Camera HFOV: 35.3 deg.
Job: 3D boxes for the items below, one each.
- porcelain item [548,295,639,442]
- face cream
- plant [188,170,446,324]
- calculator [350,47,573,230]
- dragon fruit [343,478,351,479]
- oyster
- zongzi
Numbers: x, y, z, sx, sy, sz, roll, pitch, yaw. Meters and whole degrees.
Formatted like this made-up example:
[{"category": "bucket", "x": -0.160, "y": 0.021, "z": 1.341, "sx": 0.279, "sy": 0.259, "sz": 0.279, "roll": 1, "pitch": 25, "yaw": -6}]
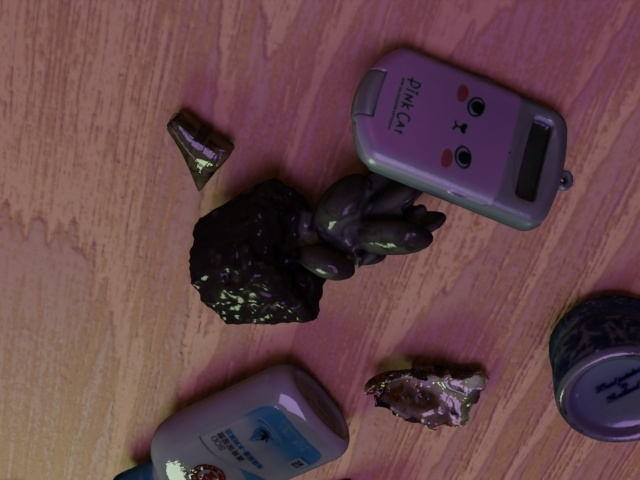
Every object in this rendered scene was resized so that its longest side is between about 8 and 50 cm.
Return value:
[{"category": "porcelain item", "x": 0.343, "y": 0.148, "z": 1.175, "sx": 0.147, "sy": 0.114, "sz": 0.147, "roll": 2, "pitch": 125, "yaw": 3}, {"category": "face cream", "x": -0.136, "y": 0.281, "z": 1.336, "sx": 0.337, "sy": 0.080, "sz": 0.163, "roll": -27, "pitch": 117, "yaw": 21}, {"category": "plant", "x": -0.001, "y": 0.002, "z": 1.096, "sx": 0.275, "sy": 0.146, "sz": 0.149, "roll": -20, "pitch": 148, "yaw": 19}, {"category": "calculator", "x": 0.148, "y": -0.103, "z": 1.026, "sx": 0.246, "sy": 0.141, "sz": 0.045, "roll": 22, "pitch": 159, "yaw": -8}, {"category": "dragon fruit", "x": -0.003, "y": 0.415, "z": 1.434, "sx": 0.192, "sy": 0.122, "sz": 0.092, "roll": -40, "pitch": 72, "yaw": 30}, {"category": "oyster", "x": 0.129, "y": 0.187, "z": 1.262, "sx": 0.148, "sy": 0.051, "sz": 0.103, "roll": 11, "pitch": 122, "yaw": -20}, {"category": "zongzi", "x": -0.146, "y": -0.099, "z": 1.119, "sx": 0.076, "sy": 0.040, "sz": 0.083, "roll": 37, "pitch": 137, "yaw": -10}]
